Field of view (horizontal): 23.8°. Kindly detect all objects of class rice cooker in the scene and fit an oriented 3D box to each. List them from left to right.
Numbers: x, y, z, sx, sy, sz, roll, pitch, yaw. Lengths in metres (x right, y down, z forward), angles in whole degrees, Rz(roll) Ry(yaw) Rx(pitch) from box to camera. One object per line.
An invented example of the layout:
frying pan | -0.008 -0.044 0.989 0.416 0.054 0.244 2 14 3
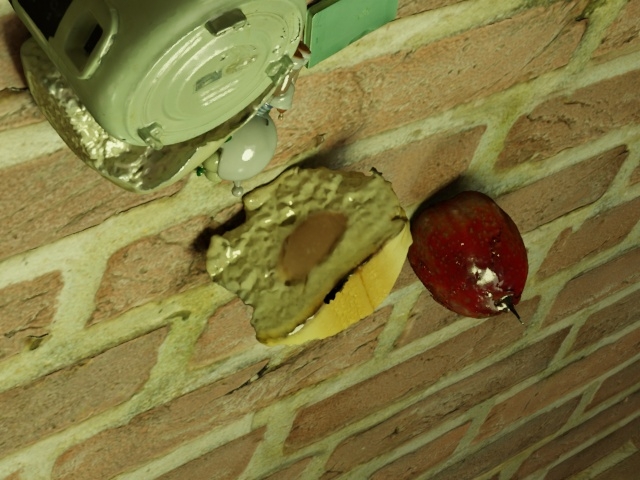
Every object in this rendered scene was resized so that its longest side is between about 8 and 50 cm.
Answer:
rice cooker | -0.147 -0.218 1.286 0.226 0.244 0.226 -29 159 -13

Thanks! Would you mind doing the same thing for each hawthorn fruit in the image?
hawthorn fruit | 0.232 0.041 2.283 0.181 0.235 0.181 -22 153 -12

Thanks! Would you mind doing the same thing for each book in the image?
book | 0.037 -0.265 1.762 0.135 0.017 0.103 -33 156 -21

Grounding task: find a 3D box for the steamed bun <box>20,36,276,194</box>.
steamed bun | -0.148 -0.155 1.476 0.225 0.170 0.200 -38 153 -14

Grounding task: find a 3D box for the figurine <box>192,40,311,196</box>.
figurine | -0.083 -0.144 1.694 0.197 0.093 0.147 -66 170 25

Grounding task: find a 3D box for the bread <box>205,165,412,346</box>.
bread | -0.004 -0.003 1.918 0.224 0.183 0.211 -11 139 -54
